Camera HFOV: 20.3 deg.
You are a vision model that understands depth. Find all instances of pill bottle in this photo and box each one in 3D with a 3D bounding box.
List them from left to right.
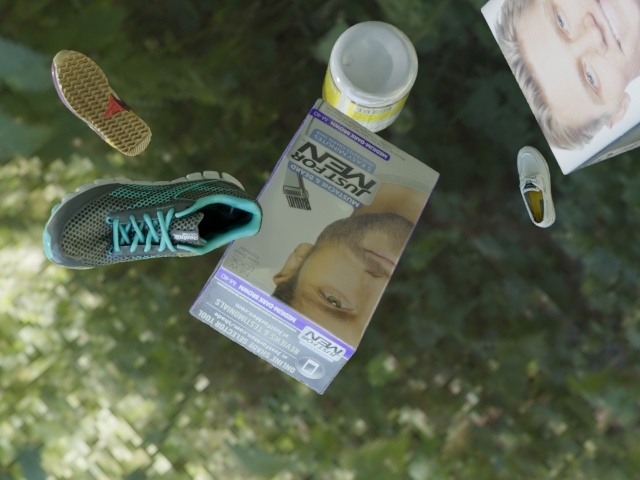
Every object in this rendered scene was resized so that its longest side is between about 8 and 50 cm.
[{"bbox_3d":[0.064,-0.215,2.432,0.117,0.117,0.215,47,170,5],"label":"pill bottle"}]

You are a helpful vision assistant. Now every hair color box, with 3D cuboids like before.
[{"bbox_3d":[0.000,0.000,2.138,0.185,0.339,0.110,32,136,-4],"label":"hair color box"},{"bbox_3d":[0.276,-0.198,1.443,0.174,0.105,0.347,64,154,8],"label":"hair color box"}]

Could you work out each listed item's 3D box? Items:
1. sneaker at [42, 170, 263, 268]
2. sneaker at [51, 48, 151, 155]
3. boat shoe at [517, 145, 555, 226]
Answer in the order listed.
[{"bbox_3d":[-0.115,-0.014,1.276,0.076,0.166,0.065,20,121,58],"label":"sneaker"},{"bbox_3d":[-0.306,-0.187,2.382,0.084,0.069,0.185,33,164,53],"label":"sneaker"},{"bbox_3d":[0.253,-0.064,2.122,0.035,0.035,0.100,-13,84,25],"label":"boat shoe"}]
